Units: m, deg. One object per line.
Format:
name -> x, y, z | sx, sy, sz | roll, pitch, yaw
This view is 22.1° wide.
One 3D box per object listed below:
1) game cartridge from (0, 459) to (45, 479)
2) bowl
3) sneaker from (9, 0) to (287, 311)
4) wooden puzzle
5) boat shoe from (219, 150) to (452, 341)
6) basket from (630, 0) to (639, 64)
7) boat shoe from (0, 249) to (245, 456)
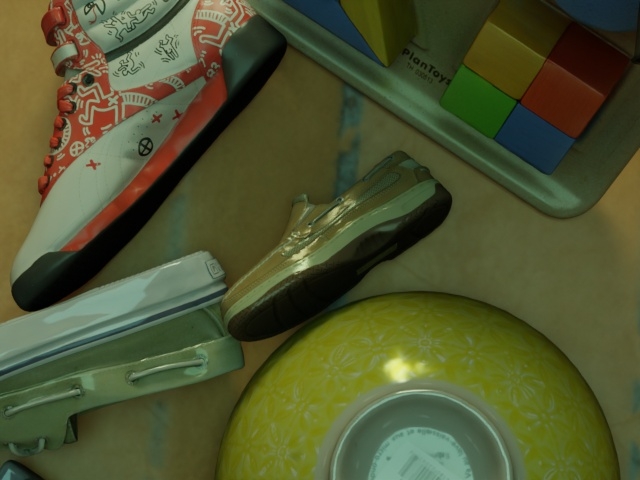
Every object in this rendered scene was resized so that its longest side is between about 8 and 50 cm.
game cartridge -> -0.158, 0.319, 1.152 | 0.297, 0.062, 0.198 | 36, 91, 4
bowl -> 0.065, 0.165, 1.091 | 0.289, 0.156, 0.289 | 0, 79, 2
sneaker -> -0.162, -0.088, 1.171 | 0.145, 0.090, 0.270 | 41, 84, 6
wooden puzzle -> 0.106, -0.190, 1.067 | 0.322, 0.348, 0.080 | 34, 49, 5
boat shoe -> 0.000, 0.000, 1.166 | 0.190, 0.068, 0.072 | -31, 67, -21
basket -> 0.261, -0.216, 0.870 | 0.204, 0.154, 0.227 | -3, 91, 24
boat shoe -> -0.198, 0.101, 1.147 | 0.302, 0.109, 0.094 | -22, 87, -3
